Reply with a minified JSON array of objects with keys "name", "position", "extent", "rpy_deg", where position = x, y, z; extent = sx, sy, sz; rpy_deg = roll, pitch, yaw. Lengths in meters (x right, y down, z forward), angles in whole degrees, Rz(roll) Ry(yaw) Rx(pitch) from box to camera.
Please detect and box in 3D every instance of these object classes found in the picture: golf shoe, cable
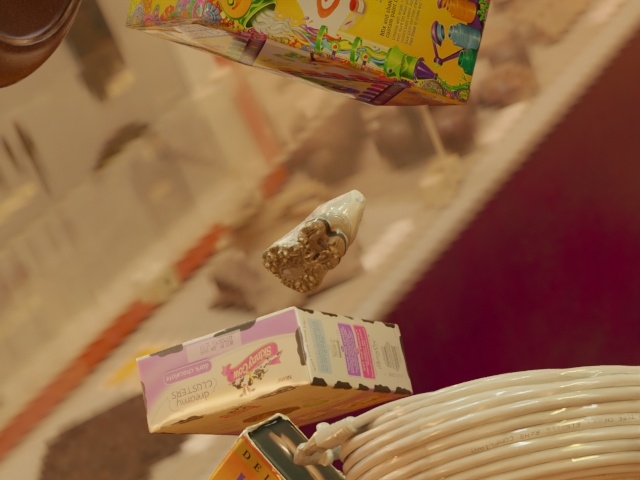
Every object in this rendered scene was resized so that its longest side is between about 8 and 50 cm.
[{"name":"golf shoe","position":[0.000,0.000,2.097],"extent":[0.086,0.069,0.176],"rpy_deg":[-51,9,-29]},{"name":"cable","position":[0.144,0.156,1.385],"extent":[0.257,0.089,0.257],"rpy_deg":[7,-24,-42]}]

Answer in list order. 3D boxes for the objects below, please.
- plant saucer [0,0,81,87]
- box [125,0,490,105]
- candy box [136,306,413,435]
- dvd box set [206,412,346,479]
[{"name":"plant saucer","position":[-0.316,-0.303,1.912],"extent":[0.050,0.310,0.310],"rpy_deg":[1,32,31]},{"name":"box","position":[0.010,-0.297,1.785],"extent":[0.279,0.290,0.177],"rpy_deg":[16,-4,-28]},{"name":"candy box","position":[-0.038,0.119,1.711],"extent":[0.165,0.070,0.196],"rpy_deg":[-18,-15,25]},{"name":"dvd box set","position":[-0.050,0.382,1.548],"extent":[0.062,0.307,0.420],"rpy_deg":[-23,-26,-55]}]
